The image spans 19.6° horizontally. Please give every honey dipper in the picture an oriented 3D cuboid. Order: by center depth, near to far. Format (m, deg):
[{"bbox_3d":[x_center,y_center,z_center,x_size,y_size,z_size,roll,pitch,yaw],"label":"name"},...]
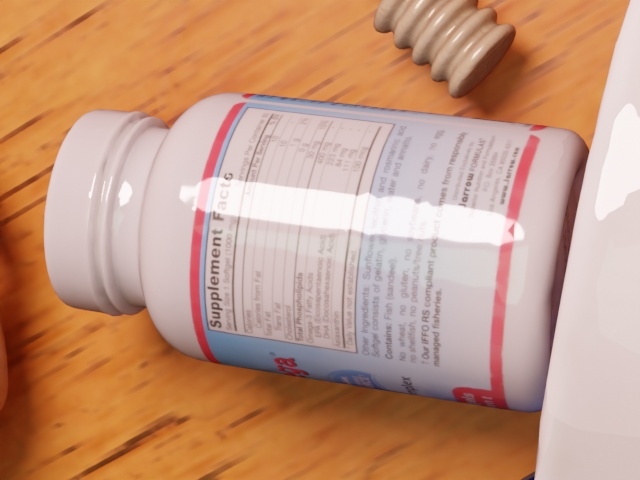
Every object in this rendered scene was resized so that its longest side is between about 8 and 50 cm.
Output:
[{"bbox_3d":[-0.006,-0.108,0.601,0.160,0.030,0.030,42,105,12],"label":"honey dipper"}]

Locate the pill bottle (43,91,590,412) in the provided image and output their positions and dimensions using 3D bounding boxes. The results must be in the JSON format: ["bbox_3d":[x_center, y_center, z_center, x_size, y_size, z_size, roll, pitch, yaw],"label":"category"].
[{"bbox_3d":[0.000,0.000,0.578,0.160,0.087,0.087,8,98,16],"label":"pill bottle"}]

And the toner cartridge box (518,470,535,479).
[{"bbox_3d":[0.187,0.092,0.538,0.348,0.075,0.165,-32,85,17],"label":"toner cartridge box"}]

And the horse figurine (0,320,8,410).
[{"bbox_3d":[-0.171,0.062,0.648,0.174,0.066,0.263,23,104,19],"label":"horse figurine"}]

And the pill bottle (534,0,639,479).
[{"bbox_3d":[0.236,0.039,0.372,0.361,0.204,0.204,11,99,14],"label":"pill bottle"}]
